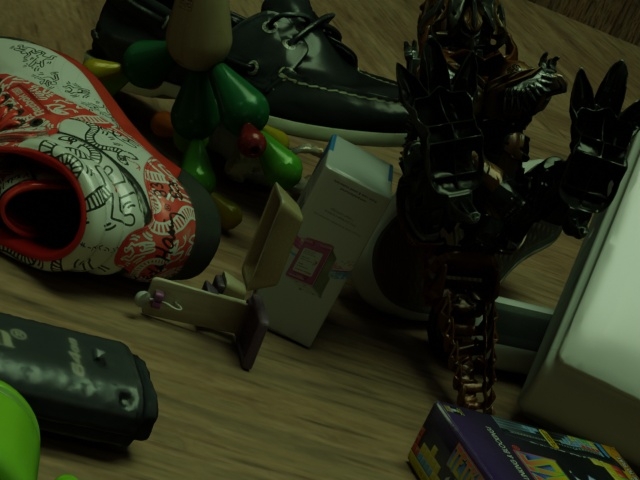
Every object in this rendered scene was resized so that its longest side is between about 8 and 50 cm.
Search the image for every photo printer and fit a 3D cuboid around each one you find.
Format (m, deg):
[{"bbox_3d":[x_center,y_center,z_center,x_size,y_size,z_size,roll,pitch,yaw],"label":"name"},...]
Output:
[{"bbox_3d":[0.323,0.082,1.253,0.307,0.107,0.256,27,57,2],"label":"photo printer"}]

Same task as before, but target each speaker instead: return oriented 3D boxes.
[{"bbox_3d":[0.148,0.073,1.301,0.136,0.055,0.055,14,21,-35],"label":"speaker"}]

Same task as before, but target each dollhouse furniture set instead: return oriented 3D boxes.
[{"bbox_3d":[-0.068,0.004,1.104,0.081,0.114,0.091,16,22,-17],"label":"dollhouse furniture set"}]

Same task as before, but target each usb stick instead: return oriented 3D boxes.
[{"bbox_3d":[-0.214,0.051,0.874,0.278,0.045,0.077,17,19,-28],"label":"usb stick"}]

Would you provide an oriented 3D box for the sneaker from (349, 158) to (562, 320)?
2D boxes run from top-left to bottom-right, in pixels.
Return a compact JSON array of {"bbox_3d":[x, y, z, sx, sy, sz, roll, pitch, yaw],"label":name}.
[{"bbox_3d":[0.084,0.003,1.398,0.123,0.106,0.290,-4,8,35],"label":"sneaker"}]

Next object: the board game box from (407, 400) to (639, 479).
[{"bbox_3d":[0.146,0.170,1.029,0.141,0.048,0.170,18,19,-27],"label":"board game box"}]

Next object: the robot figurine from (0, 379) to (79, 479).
[{"bbox_3d":[-0.158,0.101,0.769,0.101,0.067,0.115,31,15,-16],"label":"robot figurine"}]

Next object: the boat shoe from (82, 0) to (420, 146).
[{"bbox_3d":[-0.044,-0.155,1.418,0.340,0.113,0.127,18,14,33],"label":"boat shoe"}]

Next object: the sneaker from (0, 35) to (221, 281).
[{"bbox_3d":[-0.198,-0.065,1.159,0.270,0.090,0.145,39,19,29],"label":"sneaker"}]

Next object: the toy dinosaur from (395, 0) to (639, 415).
[{"bbox_3d":[0.118,-0.044,1.204,0.164,0.322,0.218,-16,-10,-17],"label":"toy dinosaur"}]

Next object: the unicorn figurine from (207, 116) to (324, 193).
[{"bbox_3d":[-0.053,-0.075,1.461,0.111,0.060,0.162,-2,16,-39],"label":"unicorn figurine"}]

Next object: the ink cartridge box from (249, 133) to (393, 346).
[{"bbox_3d":[0.000,0.000,1.194,0.052,0.122,0.088,28,17,-5],"label":"ink cartridge box"}]

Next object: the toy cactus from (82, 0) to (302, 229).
[{"bbox_3d":[-0.104,-0.115,1.313,0.112,0.180,0.219,-17,37,-37],"label":"toy cactus"}]
